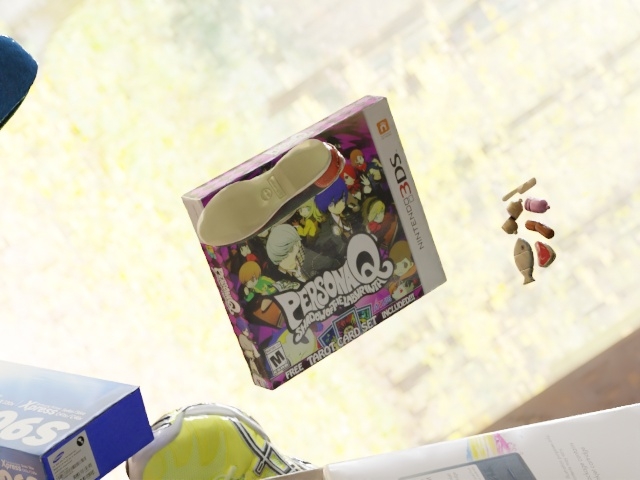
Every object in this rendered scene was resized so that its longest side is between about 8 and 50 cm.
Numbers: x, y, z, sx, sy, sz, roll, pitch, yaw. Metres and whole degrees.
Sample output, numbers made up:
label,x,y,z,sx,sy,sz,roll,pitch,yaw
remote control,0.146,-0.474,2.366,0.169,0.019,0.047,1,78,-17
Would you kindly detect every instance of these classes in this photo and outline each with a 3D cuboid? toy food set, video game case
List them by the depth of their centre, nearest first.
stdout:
label,x,y,z,sx,sy,sz,roll,pitch,yaw
video game case,0.000,0.000,1.573,0.042,0.232,0.210,13,-53,56
toy food set,0.257,-0.014,1.997,0.019,0.078,0.122,10,55,-45

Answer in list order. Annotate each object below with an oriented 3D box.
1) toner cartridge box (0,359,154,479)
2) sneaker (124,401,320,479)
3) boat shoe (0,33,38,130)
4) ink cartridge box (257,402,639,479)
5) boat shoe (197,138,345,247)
label,x,y,z,sx,sy,sz,roll,pitch,yaw
toner cartridge box,-0.378,0.215,1.896,0.348,0.165,0.075,5,-64,38
sneaker,-0.073,0.317,1.998,0.385,0.145,0.147,28,11,-40
boat shoe,-0.347,-0.082,1.453,0.109,0.258,0.089,51,-40,-4
ink cartridge box,0.107,0.261,1.277,0.207,0.353,0.119,95,-19,-45
boat shoe,-0.041,-0.036,1.347,0.049,0.137,0.043,60,14,19
